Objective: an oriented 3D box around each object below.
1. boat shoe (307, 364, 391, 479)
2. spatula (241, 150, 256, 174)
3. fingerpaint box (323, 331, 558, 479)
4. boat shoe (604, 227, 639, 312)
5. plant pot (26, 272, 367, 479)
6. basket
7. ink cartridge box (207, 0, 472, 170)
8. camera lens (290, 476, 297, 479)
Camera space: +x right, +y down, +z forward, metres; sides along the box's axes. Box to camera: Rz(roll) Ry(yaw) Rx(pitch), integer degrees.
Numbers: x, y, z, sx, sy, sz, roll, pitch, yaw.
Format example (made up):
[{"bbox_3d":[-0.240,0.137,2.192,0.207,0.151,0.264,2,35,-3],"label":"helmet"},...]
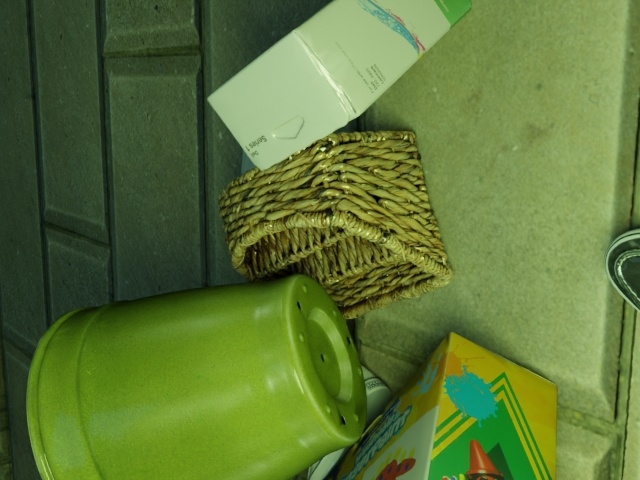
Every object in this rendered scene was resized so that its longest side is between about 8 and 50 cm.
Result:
[{"bbox_3d":[0.031,0.303,1.260,0.084,0.095,0.258,45,119,43],"label":"boat shoe"},{"bbox_3d":[-0.098,-0.058,1.401,0.168,0.019,0.241,28,118,45],"label":"spatula"},{"bbox_3d":[0.092,0.391,0.967,0.163,0.371,0.444,28,129,-5],"label":"fingerpaint box"},{"bbox_3d":[0.380,0.080,0.753,0.301,0.102,0.108,42,127,39],"label":"boat shoe"},{"bbox_3d":[-0.139,0.211,1.123,0.353,0.366,0.366,-21,78,19],"label":"plant pot"},{"bbox_3d":[0.000,0.000,1.129,0.299,0.214,0.222,-23,78,51],"label":"basket"},{"bbox_3d":[0.024,-0.228,0.991,0.117,0.278,0.201,52,143,-12],"label":"ink cartridge box"},{"bbox_3d":[-0.183,0.381,1.427,0.274,0.220,0.219,55,135,29],"label":"camera lens"}]
